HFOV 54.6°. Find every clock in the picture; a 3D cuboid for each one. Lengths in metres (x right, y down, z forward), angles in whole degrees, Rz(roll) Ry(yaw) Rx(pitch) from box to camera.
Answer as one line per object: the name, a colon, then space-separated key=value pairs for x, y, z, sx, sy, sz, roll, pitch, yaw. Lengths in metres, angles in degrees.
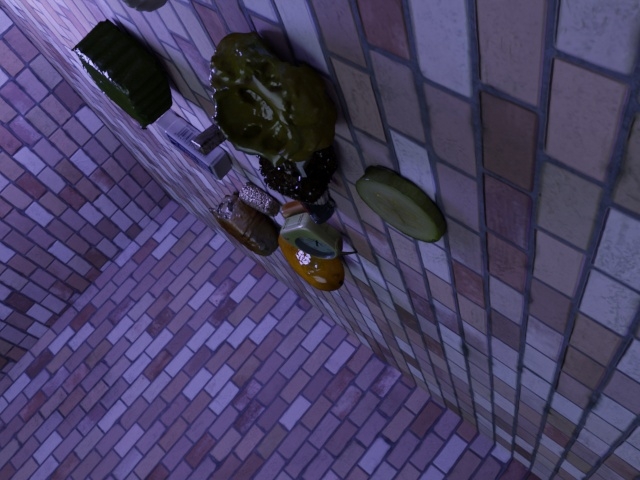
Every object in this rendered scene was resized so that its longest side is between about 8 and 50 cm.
clock: x=0.000 y=0.000 z=1.935 sx=0.232 sy=0.069 sz=0.170 roll=33 pitch=154 yaw=-28

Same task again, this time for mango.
mango: x=-0.032 y=0.068 z=2.210 sx=0.359 sy=0.144 sz=0.187 roll=35 pitch=156 yaw=51

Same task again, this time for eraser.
eraser: x=-0.441 y=-0.333 z=2.172 sx=0.279 sy=0.081 sz=0.124 roll=38 pitch=168 yaw=14

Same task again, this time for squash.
squash: x=0.170 y=-0.069 z=1.315 sx=0.219 sy=0.041 sz=0.219 roll=39 pitch=168 yaw=9

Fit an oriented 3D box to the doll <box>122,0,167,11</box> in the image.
doll: x=-0.387 y=-0.532 z=1.244 sx=0.293 sy=0.119 sz=0.138 roll=35 pitch=152 yaw=48

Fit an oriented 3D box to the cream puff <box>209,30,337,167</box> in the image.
cream puff: x=-0.108 y=-0.254 z=1.183 sx=0.282 sy=0.185 sz=0.282 roll=41 pitch=170 yaw=9

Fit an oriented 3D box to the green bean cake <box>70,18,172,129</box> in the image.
green bean cake: x=-0.569 y=-0.489 z=1.830 sx=0.250 sy=0.156 sz=0.247 roll=38 pitch=166 yaw=15

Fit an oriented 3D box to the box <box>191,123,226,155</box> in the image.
box: x=-0.342 y=-0.310 z=1.906 sx=0.062 sy=0.098 sz=0.045 roll=34 pitch=156 yaw=37

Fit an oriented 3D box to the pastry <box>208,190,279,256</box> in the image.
pastry: x=-0.306 y=-0.062 z=2.590 sx=0.329 sy=0.136 sz=0.330 roll=37 pitch=168 yaw=9

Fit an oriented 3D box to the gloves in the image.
gloves: x=-0.054 y=-0.166 z=1.442 sx=0.210 sy=0.135 sz=0.312 roll=44 pitch=167 yaw=16

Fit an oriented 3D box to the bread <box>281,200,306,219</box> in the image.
bread: x=-0.069 y=-0.100 z=1.957 sx=0.062 sy=0.103 sz=0.049 roll=-82 pitch=-29 yaw=-51

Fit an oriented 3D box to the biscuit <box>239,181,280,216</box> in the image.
biscuit: x=-0.215 y=-0.142 z=2.194 sx=0.168 sy=0.070 sz=0.082 roll=31 pitch=173 yaw=31

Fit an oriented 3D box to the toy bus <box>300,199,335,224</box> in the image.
toy bus: x=-0.027 y=-0.121 z=1.673 sx=0.077 sy=0.079 sz=0.174 roll=42 pitch=172 yaw=41
